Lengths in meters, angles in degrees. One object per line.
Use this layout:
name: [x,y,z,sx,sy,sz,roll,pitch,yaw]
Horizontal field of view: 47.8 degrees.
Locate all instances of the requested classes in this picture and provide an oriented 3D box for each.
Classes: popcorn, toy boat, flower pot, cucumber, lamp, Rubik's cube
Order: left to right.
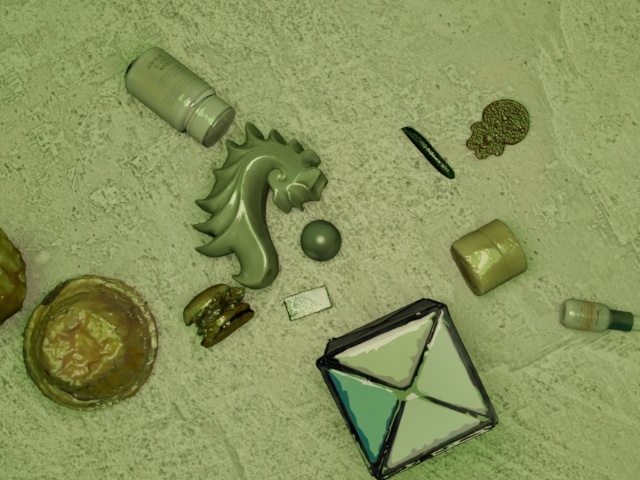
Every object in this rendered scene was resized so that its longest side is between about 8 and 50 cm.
popcorn: [-0.868,0.112,1.733,0.335,0.279,0.274,-37,96,16]
flower pot: [-0.161,-0.087,1.757,0.254,0.164,0.367,28,88,16]
toy boat: [-0.032,0.157,1.821,0.115,0.016,0.063,-17,85,1]
lamp: [0.000,0.000,1.788,0.105,0.105,0.105,0,86,3]
Rubik's cube: [0.191,0.329,1.652,0.310,0.307,0.305,-24,87,2]
cucumber: [0.275,-0.224,1.824,0.033,0.036,0.184,-40,86,-10]

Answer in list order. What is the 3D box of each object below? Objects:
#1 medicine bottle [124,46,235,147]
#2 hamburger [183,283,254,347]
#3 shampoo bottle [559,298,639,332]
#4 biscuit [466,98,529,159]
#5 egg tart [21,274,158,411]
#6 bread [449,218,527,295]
medicine bottle: [-0.349,-0.356,1.808,0.258,0.143,0.143,39,89,5]
hamburger: [-0.251,0.168,1.762,0.185,0.159,0.131,-39,82,19]
shampoo bottle: [0.684,0.190,1.756,0.192,0.074,0.074,9,87,3]
biscuit: [0.446,-0.281,1.824,0.175,0.026,0.124,-41,84,-1]
egg tart: [-0.578,0.255,1.778,0.352,0.150,0.352,0,88,-1]
bread: [0.406,0.041,1.751,0.141,0.134,0.148,-29,72,0]
